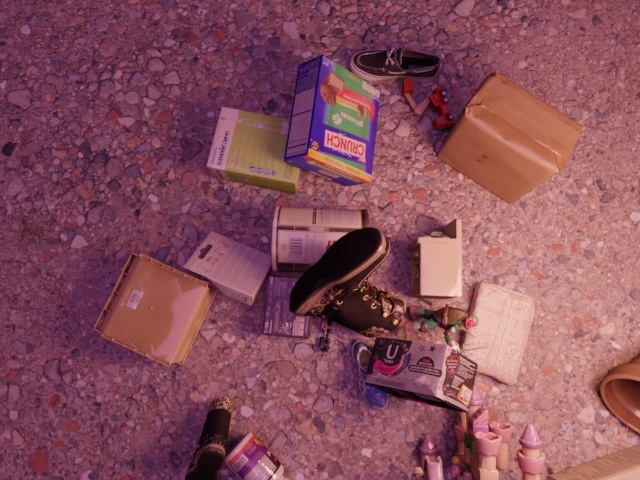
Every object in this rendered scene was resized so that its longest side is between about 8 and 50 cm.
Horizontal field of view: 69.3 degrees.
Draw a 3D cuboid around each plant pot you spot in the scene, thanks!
[{"bbox_3d":[0.984,0.411,1.323,0.229,0.263,0.263,-39,82,-26],"label":"plant pot"}]

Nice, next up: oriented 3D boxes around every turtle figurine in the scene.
[{"bbox_3d":[0.371,0.244,1.352,0.234,0.175,0.118,2,107,27],"label":"turtle figurine"}]

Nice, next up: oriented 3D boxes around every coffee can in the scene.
[{"bbox_3d":[0.000,0.000,1.390,0.275,0.201,0.201,3,80,0],"label":"coffee can"}]

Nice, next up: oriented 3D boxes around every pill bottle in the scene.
[{"bbox_3d":[-0.173,0.654,1.320,0.193,0.108,0.108,44,82,6],"label":"pill bottle"}]

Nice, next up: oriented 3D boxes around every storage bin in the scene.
[{"bbox_3d":[-0.489,0.205,1.392,0.260,0.123,0.262,23,81,4],"label":"storage bin"}]

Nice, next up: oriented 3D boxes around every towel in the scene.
[{"bbox_3d":[0.538,0.278,1.423,0.187,0.049,0.282,19,81,4],"label":"towel"}]

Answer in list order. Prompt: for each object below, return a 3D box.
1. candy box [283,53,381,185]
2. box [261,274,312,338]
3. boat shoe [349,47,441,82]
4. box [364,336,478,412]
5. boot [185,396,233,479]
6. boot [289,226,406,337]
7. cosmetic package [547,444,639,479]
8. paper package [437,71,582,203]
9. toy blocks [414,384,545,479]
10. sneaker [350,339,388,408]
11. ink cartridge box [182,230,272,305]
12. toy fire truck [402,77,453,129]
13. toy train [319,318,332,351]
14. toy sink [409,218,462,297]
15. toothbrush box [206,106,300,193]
[{"bbox_3d":[0.045,-0.358,1.430,0.268,0.122,0.317,15,79,-40],"label":"candy box"},{"bbox_3d":[-0.094,0.203,1.416,0.147,0.077,0.180,5,80,0],"label":"box"},{"bbox_3d":[0.249,-0.596,1.549,0.301,0.102,0.108,9,80,1],"label":"boat shoe"},{"bbox_3d":[0.273,0.362,1.276,0.163,0.247,0.142,34,64,-34],"label":"box"},{"bbox_3d":[-0.314,0.583,1.337,0.085,0.236,0.179,20,37,-13],"label":"boot"},{"bbox_3d":[0.123,0.134,1.279,0.284,0.377,0.138,28,38,-26],"label":"boot"},{"bbox_3d":[0.828,0.696,1.298,0.296,0.153,0.129,-16,79,-2],"label":"cosmetic package"},{"bbox_3d":[0.546,-0.290,1.383,0.309,0.325,0.168,36,81,6],"label":"paper package"},{"bbox_3d":[0.405,0.524,1.258,0.309,0.288,0.260,0,86,2],"label":"toy blocks"},{"bbox_3d":[0.144,0.402,1.380,0.080,0.081,0.211,-22,82,-6],"label":"sneaker"},{"bbox_3d":[-0.272,0.081,1.402,0.224,0.056,0.181,21,43,6],"label":"ink cartridge box"},{"bbox_3d":[0.357,-0.456,1.553,0.135,0.047,0.192,-13,81,-2],"label":"toy fire truck"},{"bbox_3d":[0.017,0.264,1.433,0.036,0.027,0.158,5,80,11],"label":"toy train"},{"bbox_3d":[0.344,0.056,1.408,0.131,0.153,0.234,3,81,1],"label":"toy sink"},{"bbox_3d":[-0.193,-0.286,1.481,0.283,0.122,0.206,11,79,1],"label":"toothbrush box"}]
